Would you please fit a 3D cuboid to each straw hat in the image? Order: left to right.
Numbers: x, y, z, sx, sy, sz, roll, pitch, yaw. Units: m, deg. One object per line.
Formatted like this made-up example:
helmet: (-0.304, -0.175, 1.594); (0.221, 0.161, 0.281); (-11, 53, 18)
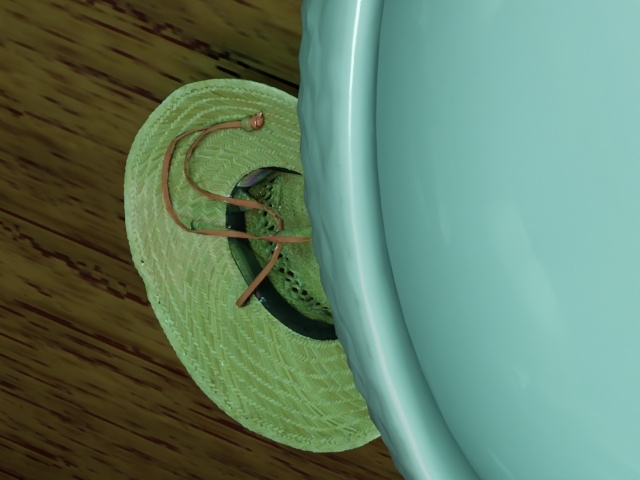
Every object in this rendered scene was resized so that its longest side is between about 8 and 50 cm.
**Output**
straw hat: (0.000, 0.000, 0.719); (0.144, 0.061, 0.144); (15, 117, 32)

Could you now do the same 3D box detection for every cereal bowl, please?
cereal bowl: (0.153, -0.042, 0.478); (0.339, 0.141, 0.339); (-2, 99, -11)
